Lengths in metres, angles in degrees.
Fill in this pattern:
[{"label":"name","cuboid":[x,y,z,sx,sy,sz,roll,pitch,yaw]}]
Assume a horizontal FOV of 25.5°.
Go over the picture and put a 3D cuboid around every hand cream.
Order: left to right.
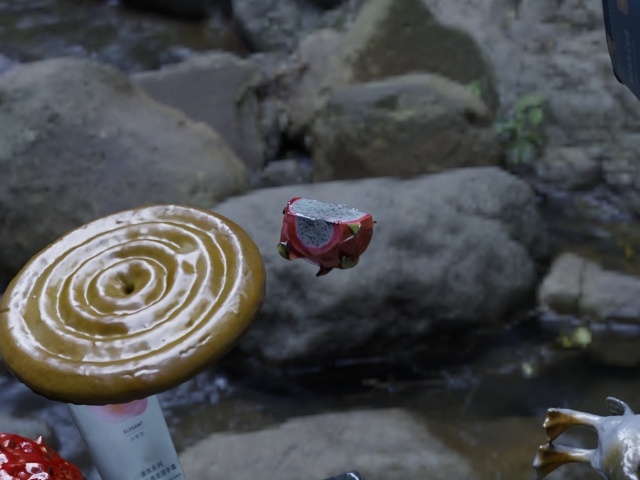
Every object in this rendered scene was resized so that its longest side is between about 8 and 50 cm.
[{"label":"hand cream","cuboid":[-0.224,0.230,1.658,0.124,0.340,0.078,-25,8,-29]}]

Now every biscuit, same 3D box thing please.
[{"label":"biscuit","cuboid":[-0.177,0.049,1.302,0.262,0.037,0.262,-9,40,8]}]

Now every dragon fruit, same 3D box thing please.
[{"label":"dragon fruit","cuboid":[0.000,0.000,1.220,0.083,0.060,0.056,14,24,20]}]

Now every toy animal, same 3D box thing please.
[{"label":"toy animal","cuboid":[0.232,0.179,1.048,0.197,0.272,0.160,-10,21,-41]}]

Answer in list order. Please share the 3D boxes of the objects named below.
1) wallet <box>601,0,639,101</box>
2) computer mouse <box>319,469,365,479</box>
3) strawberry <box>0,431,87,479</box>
[{"label":"wallet","cuboid":[0.271,-0.116,1.016,0.059,0.141,0.202,-22,42,-1]},{"label":"computer mouse","cuboid":[-0.018,0.402,1.814,0.295,0.168,0.087,-25,-25,33]},{"label":"strawberry","cuboid":[-0.292,0.358,1.459,0.343,0.292,0.292,33,18,-22]}]
